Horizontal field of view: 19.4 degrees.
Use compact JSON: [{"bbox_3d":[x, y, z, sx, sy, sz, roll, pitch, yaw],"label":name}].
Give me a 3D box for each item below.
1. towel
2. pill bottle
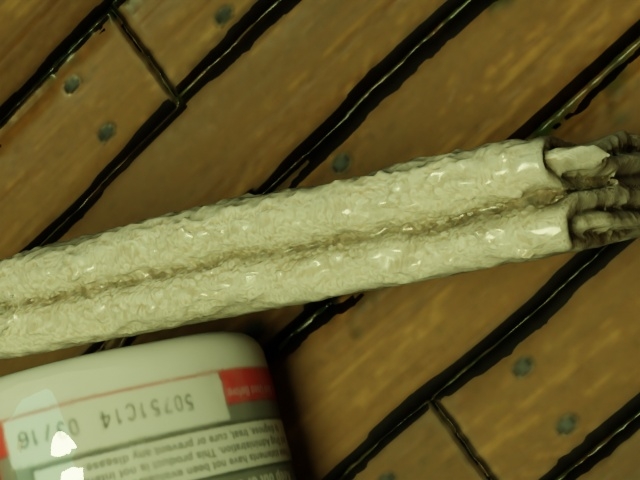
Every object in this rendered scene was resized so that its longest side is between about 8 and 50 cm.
[{"bbox_3d":[0.000,0.000,0.747,0.282,0.187,0.049,-12,88,25],"label":"towel"},{"bbox_3d":[-0.068,0.193,0.789,0.161,0.161,0.283,-19,80,25],"label":"pill bottle"}]
